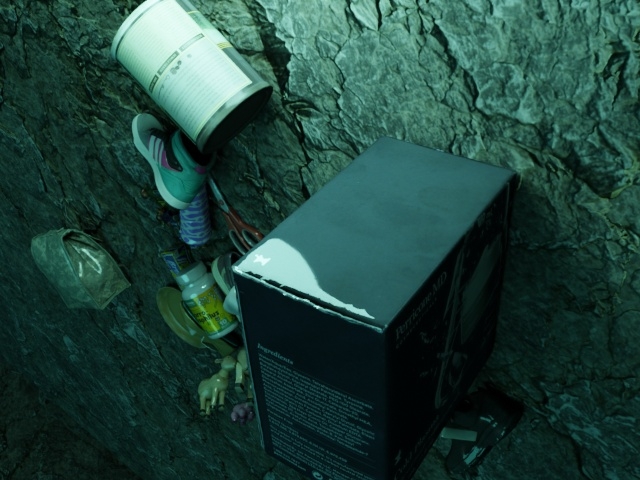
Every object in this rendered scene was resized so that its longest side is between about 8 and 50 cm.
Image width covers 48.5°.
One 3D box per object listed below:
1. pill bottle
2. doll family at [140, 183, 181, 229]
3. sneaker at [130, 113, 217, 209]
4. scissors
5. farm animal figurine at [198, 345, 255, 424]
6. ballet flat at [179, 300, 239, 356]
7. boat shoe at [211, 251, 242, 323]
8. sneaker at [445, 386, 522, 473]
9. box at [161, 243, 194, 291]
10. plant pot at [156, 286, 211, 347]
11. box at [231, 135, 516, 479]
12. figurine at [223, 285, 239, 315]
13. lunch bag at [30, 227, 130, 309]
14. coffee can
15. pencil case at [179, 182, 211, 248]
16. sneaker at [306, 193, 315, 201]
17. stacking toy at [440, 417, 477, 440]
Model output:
[{"bbox_3d":[-0.320,0.166,2.019,0.118,0.117,0.208,-13,112,47],"label":"pill bottle"},{"bbox_3d":[-0.417,-0.086,1.934,0.111,0.076,0.193,5,128,35],"label":"doll family"},{"bbox_3d":[-0.346,-0.238,1.704,0.178,0.124,0.295,-44,62,26],"label":"sneaker"},{"bbox_3d":[-0.249,-0.080,1.824,0.297,0.021,0.109,52,141,-7],"label":"scissors"},{"bbox_3d":[-0.185,0.385,2.007,0.331,0.172,0.326,3,144,-3],"label":"farm animal figurine"},{"bbox_3d":[-0.347,0.272,2.119,0.073,0.080,0.232,-43,109,15],"label":"ballet flat"},{"bbox_3d":[-0.182,0.153,1.897,0.285,0.103,0.092,56,146,-1],"label":"boat shoe"},{"bbox_3d":[0.356,0.439,1.660,0.130,0.109,0.286,44,135,20],"label":"sneaker"},{"bbox_3d":[-0.395,0.094,2.078,0.059,0.054,0.168,-3,119,44],"label":"box"},{"bbox_3d":[-0.420,0.236,2.240,0.236,0.032,0.236,25,136,27],"label":"plant pot"},{"bbox_3d":[0.115,0.140,1.311,0.297,0.480,0.471,19,134,29],"label":"box"},{"bbox_3d":[-0.108,0.140,1.778,0.209,0.092,0.214,35,109,6],"label":"figurine"},{"bbox_3d":[-0.808,0.077,2.354,0.235,0.169,0.287,-5,123,45],"label":"lunch bag"},{"bbox_3d":[-0.264,-0.346,1.470,0.275,0.201,0.201,47,141,1],"label":"coffee can"},{"bbox_3d":[-0.333,-0.082,1.845,0.088,0.086,0.206,7,130,6],"label":"pencil case"},{"bbox_3d":[0.000,0.000,1.613,0.097,0.084,0.234,30,138,19],"label":"sneaker"},{"bbox_3d":[0.182,0.332,1.566,0.279,0.309,0.130,9,87,61],"label":"stacking toy"}]
